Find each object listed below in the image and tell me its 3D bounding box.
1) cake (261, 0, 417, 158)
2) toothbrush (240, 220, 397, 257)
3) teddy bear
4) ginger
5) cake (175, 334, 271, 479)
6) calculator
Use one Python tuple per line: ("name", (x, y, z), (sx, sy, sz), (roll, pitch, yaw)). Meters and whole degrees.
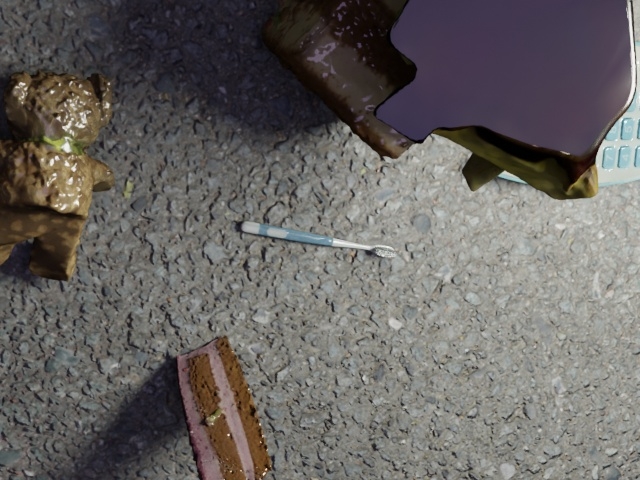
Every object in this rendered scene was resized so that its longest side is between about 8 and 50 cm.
("cake", (0.101, -0.312, 1.773), (0.290, 0.255, 0.282), (-46, 113, 5))
("toothbrush", (0.000, 0.000, 1.947), (0.276, 0.025, 0.019), (10, 103, -17))
("teddy bear", (-0.431, -0.101, 1.754), (0.246, 0.222, 0.296), (11, 145, -23))
("ginger", (0.245, -0.260, 1.612), (0.358, 0.211, 0.413), (-1, 98, -3))
("cake", (-0.157, 0.293, 1.867), (0.116, 0.295, 0.112), (-14, 127, -7))
("calculator", (0.463, -0.218, 1.996), (0.386, 0.054, 0.256), (-2, 105, -15))
